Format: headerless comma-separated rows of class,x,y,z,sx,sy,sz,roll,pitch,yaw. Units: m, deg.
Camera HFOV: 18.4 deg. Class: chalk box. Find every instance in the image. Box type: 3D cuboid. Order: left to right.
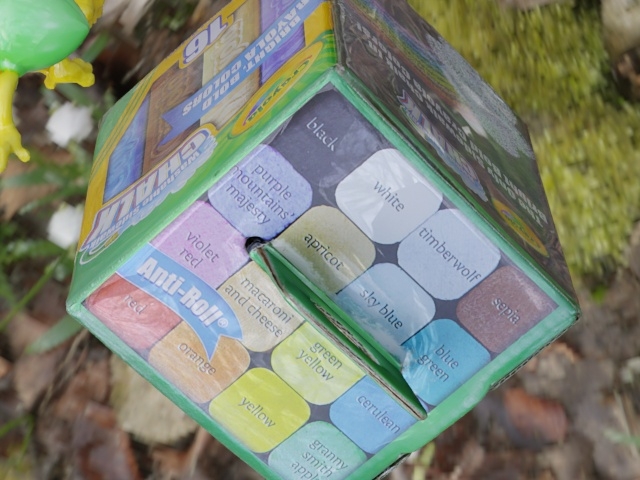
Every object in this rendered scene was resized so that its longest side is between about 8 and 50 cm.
chalk box,0.000,0.000,0.722,0.132,0.213,0.132,-40,110,17

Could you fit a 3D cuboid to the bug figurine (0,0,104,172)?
bug figurine,-0.174,-0.113,0.747,0.216,0.279,0.072,8,121,8
